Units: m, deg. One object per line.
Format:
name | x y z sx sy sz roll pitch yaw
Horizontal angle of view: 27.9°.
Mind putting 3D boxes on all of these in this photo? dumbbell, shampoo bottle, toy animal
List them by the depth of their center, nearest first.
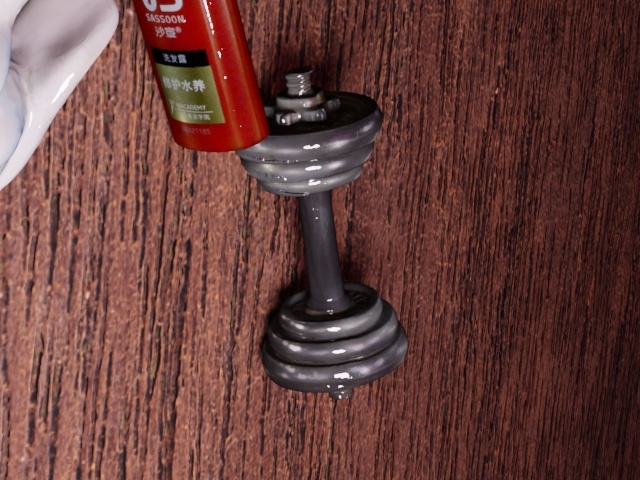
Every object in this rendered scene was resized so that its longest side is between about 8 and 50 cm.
toy animal | -0.309 -0.165 1.001 0.249 0.174 0.289 33 102 -17
shampoo bottle | -0.136 -0.238 1.287 0.076 0.118 0.314 -40 129 -38
dumbbell | 0.000 0.000 1.483 0.179 0.179 0.406 -32 122 -46
